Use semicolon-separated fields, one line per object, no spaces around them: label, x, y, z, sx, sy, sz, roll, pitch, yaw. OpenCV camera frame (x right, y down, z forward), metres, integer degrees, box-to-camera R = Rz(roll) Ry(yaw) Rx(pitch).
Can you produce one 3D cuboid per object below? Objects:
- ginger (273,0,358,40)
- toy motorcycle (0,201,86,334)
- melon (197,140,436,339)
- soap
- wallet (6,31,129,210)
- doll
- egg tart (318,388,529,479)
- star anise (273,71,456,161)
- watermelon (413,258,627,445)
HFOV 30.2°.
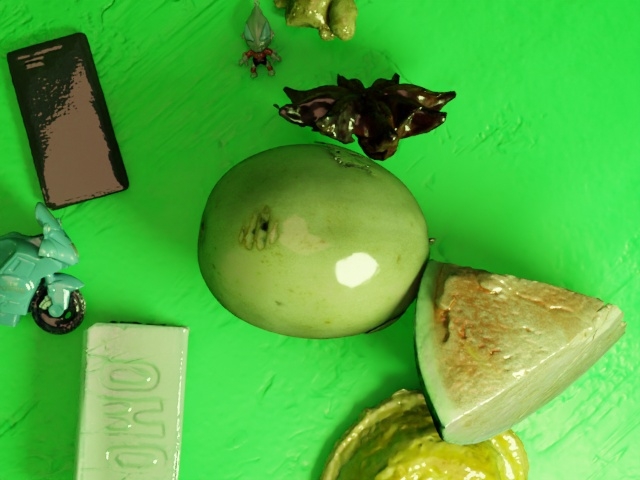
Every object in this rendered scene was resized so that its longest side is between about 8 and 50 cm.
ginger;-0.005;-0.385;1.751;0.081;0.115;0.206;5;76;-43
toy motorcycle;-0.456;0.027;1.661;0.272;0.123;0.182;10;95;-4
melon;0.000;0.000;1.617;0.330;0.268;0.269;6;84;-15
soap;-0.267;0.244;1.666;0.150;0.094;0.262;3;84;-3
wallet;-0.368;-0.175;1.730;0.124;0.025;0.244;-16;86;-6
doll;-0.093;-0.298;1.755;0.057;0.039;0.114;-2;97;29
egg tart;0.151;0.362;1.669;0.318;0.128;0.319;0;84;-2
star anise;0.064;-0.169;1.680;0.271;0.272;0.103;-1;113;-4
watermelon;0.245;0.120;1.640;0.319;0.292;0.222;-37;72;-4
